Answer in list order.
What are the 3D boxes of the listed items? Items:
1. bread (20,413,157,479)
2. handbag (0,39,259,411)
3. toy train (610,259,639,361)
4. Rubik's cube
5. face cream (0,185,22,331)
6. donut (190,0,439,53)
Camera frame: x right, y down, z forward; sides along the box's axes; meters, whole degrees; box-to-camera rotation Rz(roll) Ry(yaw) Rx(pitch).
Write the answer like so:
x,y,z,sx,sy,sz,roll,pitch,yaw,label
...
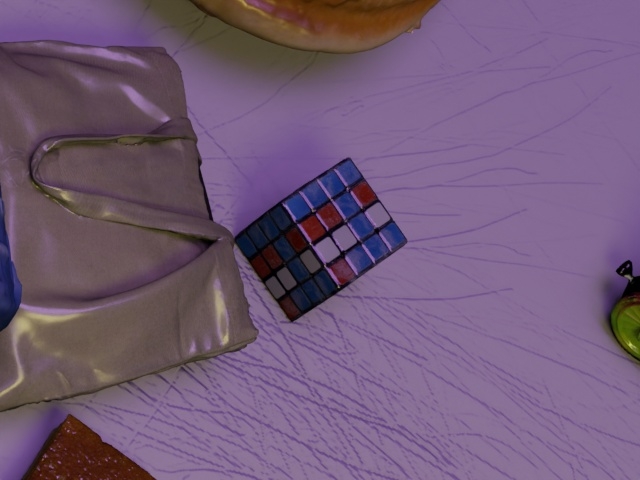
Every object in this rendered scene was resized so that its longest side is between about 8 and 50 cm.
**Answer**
x,y,z,sx,sy,sz,roll,pitch,yaw,label
-0.184,0.197,1.461,0.094,0.035,0.090,38,44,-12,bread
-0.191,-0.026,1.519,0.253,0.109,0.316,-3,66,-35,handbag
0.408,0.116,1.780,0.296,0.160,0.100,46,48,-6,toy train
0.000,0.000,1.628,0.092,0.092,0.092,-33,88,-36,Rubik's cube
-0.345,-0.027,1.336,0.249,0.249,0.225,-4,78,-32,face cream
-0.017,-0.375,1.719,0.448,0.198,0.449,12,66,-28,donut
